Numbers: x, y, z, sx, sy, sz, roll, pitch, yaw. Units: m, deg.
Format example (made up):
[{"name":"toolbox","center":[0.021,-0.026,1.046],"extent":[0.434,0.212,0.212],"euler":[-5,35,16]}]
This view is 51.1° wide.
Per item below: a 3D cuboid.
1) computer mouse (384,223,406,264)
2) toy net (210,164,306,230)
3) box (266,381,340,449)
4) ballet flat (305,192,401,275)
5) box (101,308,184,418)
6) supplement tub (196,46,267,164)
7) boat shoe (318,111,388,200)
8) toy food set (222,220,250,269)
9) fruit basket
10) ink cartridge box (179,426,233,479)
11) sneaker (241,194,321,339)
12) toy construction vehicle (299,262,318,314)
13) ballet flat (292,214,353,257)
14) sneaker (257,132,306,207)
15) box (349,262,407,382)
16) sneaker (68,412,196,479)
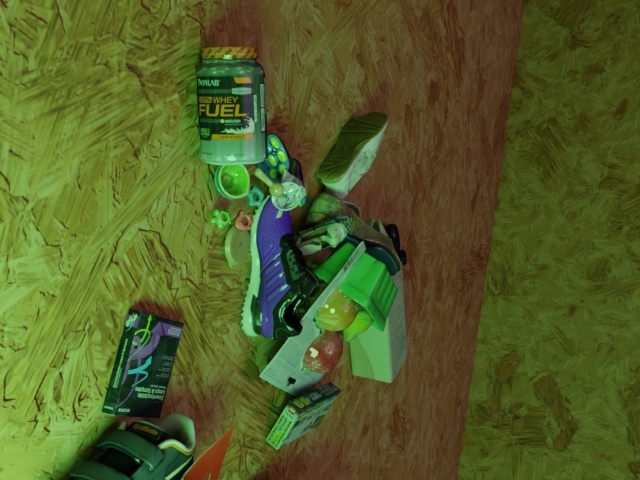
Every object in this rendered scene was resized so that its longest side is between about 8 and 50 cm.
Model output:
[{"name":"computer mouse","center":[0.227,0.018,2.044],"extent":[0.242,0.041,0.071],"euler":[58,29,-59]},{"name":"toy net","center":[-0.103,-0.082,1.254],"extent":[0.232,0.045,0.122],"euler":[-2,86,-43]},{"name":"box","center":[-0.035,0.401,1.544],"extent":[0.114,0.036,0.207],"euler":[-60,158,14]},{"name":"ballet flat","center":[0.094,-0.017,1.620],"extent":[0.348,0.123,0.123],"euler":[30,69,-45]},{"name":"box","center":[-0.279,0.199,1.066],"extent":[0.116,0.029,0.162],"euler":[32,68,-61]},{"name":"supplement tub","center":[-0.149,-0.228,1.130],"extent":[0.117,0.116,0.191],"euler":[-27,119,-59]},{"name":"boat shoe","center":[0.086,-0.207,1.640],"extent":[0.277,0.098,0.096],"euler":[-53,142,-31]},{"name":"toy food set","center":[-0.159,0.007,1.272],"extent":[0.083,0.020,0.083],"euler":[-67,149,-31]},{"name":"fruit basket","center":[0.014,0.186,1.509],"extent":[0.353,0.165,0.327],"euler":[-48,154,-6]},{"name":"ink cartridge box","center":[-0.240,0.518,1.028],"extent":[0.385,0.091,0.308],"euler":[-41,156,-52]},{"name":"sneaker","center":[-0.064,0.056,1.334],"extent":[0.102,0.146,0.294],"euler":[-1,97,-64]},{"name":"toy construction vehicle","center":[-0.024,0.112,1.551],"extent":[0.098,0.035,0.086],"euler":[-54,141,-45]},{"name":"ballet flat","center":[0.000,0.000,1.439],"extent":[0.188,0.070,0.070],"euler":[-23,123,-20]},{"name":"sneaker","center":[-0.079,-0.147,1.366],"extent":[0.188,0.067,0.078],"euler":[62,21,-47]},{"name":"box","center":[0.155,0.216,1.838],"extent":[0.148,0.121,0.311],"euler":[-42,133,-53]},{"name":"sneaker","center":[-0.290,0.338,0.966],"extent":[0.321,0.126,0.128],"euler":[-9,115,-72]}]
